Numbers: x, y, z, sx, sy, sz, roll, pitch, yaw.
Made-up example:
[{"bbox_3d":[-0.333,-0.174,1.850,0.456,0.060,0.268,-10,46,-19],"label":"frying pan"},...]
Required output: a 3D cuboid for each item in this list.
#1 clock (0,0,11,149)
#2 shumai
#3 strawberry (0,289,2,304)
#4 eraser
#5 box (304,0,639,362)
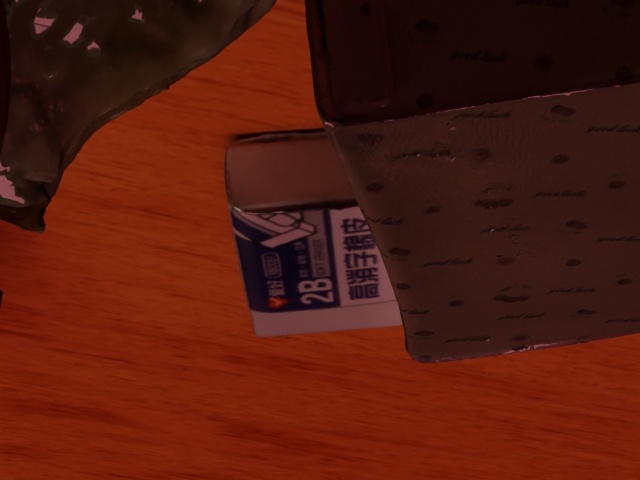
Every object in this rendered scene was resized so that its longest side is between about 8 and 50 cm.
[{"bbox_3d":[-0.297,-0.094,0.980,0.319,0.318,0.080,-18,-170,26],"label":"clock"},{"bbox_3d":[-0.124,-0.133,1.055,0.225,0.222,0.261,21,139,-33],"label":"shumai"},{"bbox_3d":[-0.386,0.099,1.451,0.288,0.250,0.238,13,166,27],"label":"strawberry"},{"bbox_3d":[0.000,0.000,1.460,0.125,0.068,0.210,-6,152,1],"label":"eraser"},{"bbox_3d":[0.105,-0.096,1.131,0.190,0.225,0.297,-9,151,8],"label":"box"}]
